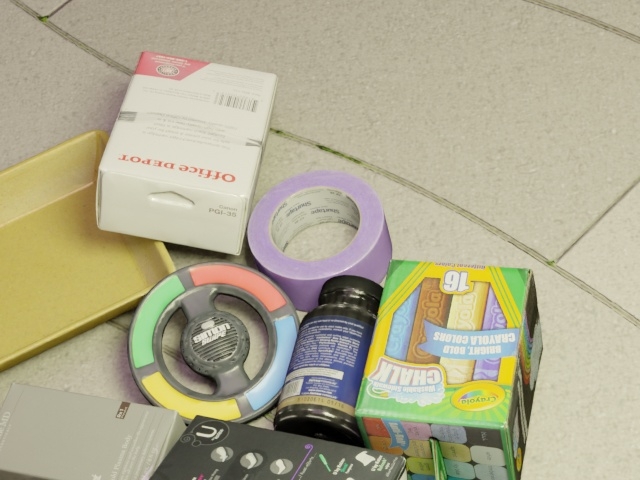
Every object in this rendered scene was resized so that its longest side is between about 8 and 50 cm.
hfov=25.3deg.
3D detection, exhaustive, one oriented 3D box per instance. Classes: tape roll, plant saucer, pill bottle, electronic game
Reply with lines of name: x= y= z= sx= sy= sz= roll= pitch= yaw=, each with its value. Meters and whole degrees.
tape roll: x=0.000 y=0.000 z=1.945 sx=0.189 sy=0.080 sz=0.189 roll=-7 pitch=51 yaw=9
plant saucer: x=-0.395 y=0.032 z=2.017 sx=0.333 sy=0.081 sz=0.333 roll=-26 pitch=51 yaw=-6
pill bottle: x=0.023 y=0.157 z=1.788 sx=0.123 sy=0.123 sz=0.219 roll=4 pitch=54 yaw=17
electronic game: x=-0.137 y=0.134 z=1.859 sx=0.229 sy=0.048 sz=0.229 roll=0 pitch=67 yaw=0

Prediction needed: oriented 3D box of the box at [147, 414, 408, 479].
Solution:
box: x=-0.044 y=0.323 z=1.621 sx=0.270 sy=0.165 sz=0.143 roll=9 pitch=36 yaw=22

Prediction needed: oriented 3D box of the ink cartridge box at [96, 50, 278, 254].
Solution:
ink cartridge box: x=-0.185 y=-0.127 z=2.002 sx=0.207 sy=0.117 sz=0.283 roll=11 pitch=43 yaw=0

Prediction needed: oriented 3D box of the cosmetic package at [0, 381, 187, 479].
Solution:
cosmetic package: x=-0.293 y=0.267 z=1.793 sx=0.238 sy=0.107 sz=0.127 roll=7 pitch=58 yaw=15

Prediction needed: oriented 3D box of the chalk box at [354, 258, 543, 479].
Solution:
chalk box: x=0.152 y=0.191 z=1.694 sx=0.179 sy=0.180 sz=0.289 roll=4 pitch=53 yaw=17
